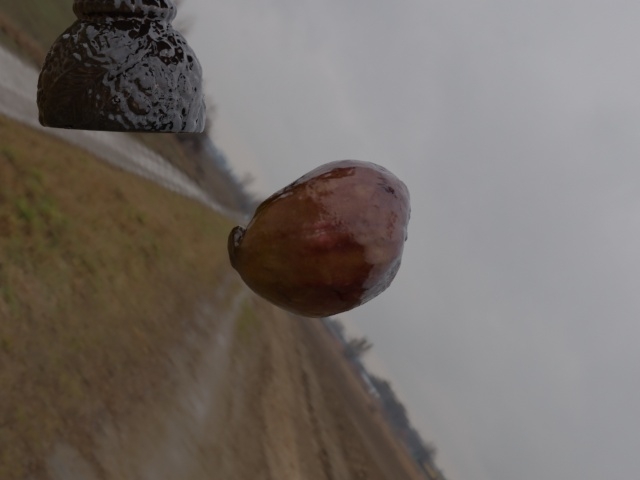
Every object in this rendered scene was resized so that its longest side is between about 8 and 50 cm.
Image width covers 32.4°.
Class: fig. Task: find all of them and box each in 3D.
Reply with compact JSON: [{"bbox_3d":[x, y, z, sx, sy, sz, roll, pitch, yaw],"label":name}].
[{"bbox_3d":[0.012,0.003,1.548,0.224,0.263,0.224,56,1,-1],"label":"fig"}]

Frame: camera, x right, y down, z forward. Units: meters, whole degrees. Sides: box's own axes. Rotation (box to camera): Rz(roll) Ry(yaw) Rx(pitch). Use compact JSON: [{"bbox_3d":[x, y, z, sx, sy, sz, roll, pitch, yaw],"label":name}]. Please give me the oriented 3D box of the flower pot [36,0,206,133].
[{"bbox_3d":[-0.304,-0.305,1.720,0.266,0.267,0.267,-136,-130,-78],"label":"flower pot"}]
